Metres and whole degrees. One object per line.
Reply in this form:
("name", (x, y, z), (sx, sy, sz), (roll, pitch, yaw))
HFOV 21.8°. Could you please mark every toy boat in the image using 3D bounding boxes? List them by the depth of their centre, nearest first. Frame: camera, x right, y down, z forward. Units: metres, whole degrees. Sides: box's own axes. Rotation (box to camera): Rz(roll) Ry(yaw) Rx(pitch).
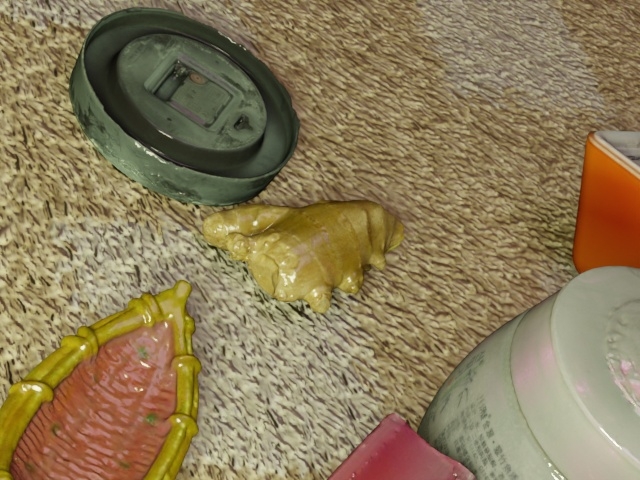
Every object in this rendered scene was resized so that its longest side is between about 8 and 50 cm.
("toy boat", (-0.167, 0.144, 1.224), (0.141, 0.099, 0.318), (36, 34, -5))

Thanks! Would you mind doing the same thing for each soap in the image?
("soap", (0.004, 0.245, 1.190), (0.099, 0.162, 0.250), (41, 37, 7))

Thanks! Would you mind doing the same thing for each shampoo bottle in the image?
("shampoo bottle", (0.224, 0.180, 1.346), (0.273, 0.266, 0.273), (21, 41, -19))

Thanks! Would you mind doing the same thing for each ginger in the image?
("ginger", (0.000, 0.008, 1.510), (0.205, 0.081, 0.115), (-4, 20, -30))

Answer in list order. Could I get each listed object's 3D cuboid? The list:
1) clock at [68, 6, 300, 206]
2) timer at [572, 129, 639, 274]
("clock", (-0.130, -0.128, 1.581), (0.226, 0.049, 0.226), (21, 41, -20))
("timer", (0.425, -0.006, 1.717), (0.257, 0.161, 0.250), (-1, 17, -39))
